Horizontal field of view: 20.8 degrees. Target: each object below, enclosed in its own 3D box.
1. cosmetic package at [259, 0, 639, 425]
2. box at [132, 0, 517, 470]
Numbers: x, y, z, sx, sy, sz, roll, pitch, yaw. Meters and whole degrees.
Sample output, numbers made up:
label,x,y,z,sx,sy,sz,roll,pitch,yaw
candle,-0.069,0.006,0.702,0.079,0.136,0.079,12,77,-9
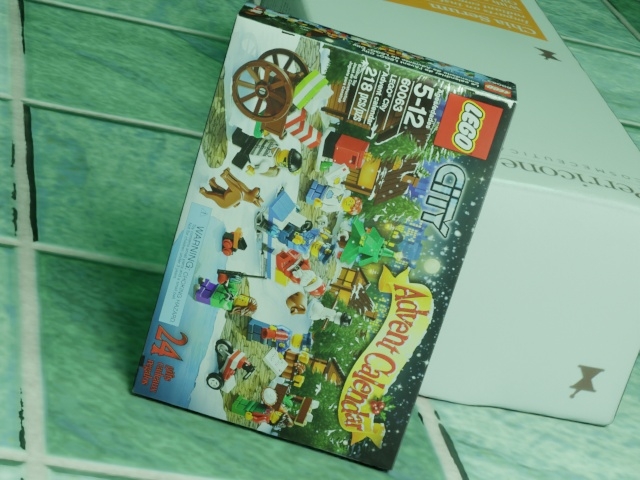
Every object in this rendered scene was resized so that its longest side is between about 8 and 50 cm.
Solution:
label,x,y,z,sx,sy,sz,roll,pitch,yaw
cosmetic package,0.077,-0.065,1.274,0.230,0.161,0.453,11,25,-13
box,0.000,0.000,0.984,0.159,0.233,0.044,17,20,0
